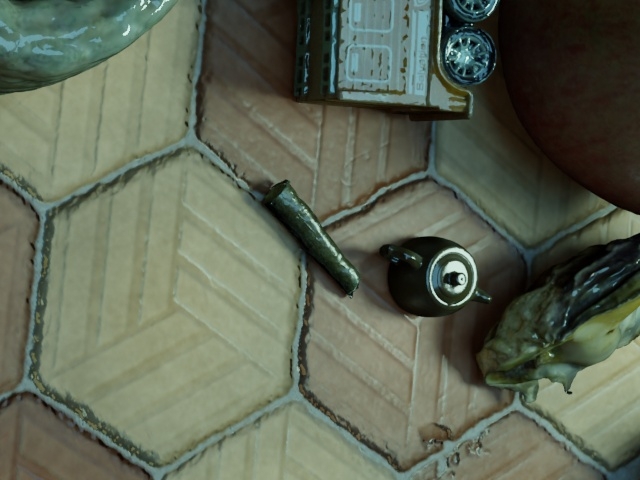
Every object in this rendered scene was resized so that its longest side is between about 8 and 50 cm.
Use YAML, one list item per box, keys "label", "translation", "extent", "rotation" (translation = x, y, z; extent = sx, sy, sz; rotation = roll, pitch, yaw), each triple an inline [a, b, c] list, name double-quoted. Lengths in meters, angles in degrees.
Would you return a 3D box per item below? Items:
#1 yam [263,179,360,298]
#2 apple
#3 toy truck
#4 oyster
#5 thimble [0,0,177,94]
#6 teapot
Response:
- label: "yam"
  translation: [0.000, 0.000, 1.549]
  extent: [0.129, 0.027, 0.033]
  rotation: [48, 69, -24]
- label: "apple"
  translation: [0.344, -0.178, 1.599]
  extent: [0.345, 0.269, 0.344]
  rotation: [5, 80, -29]
- label: "toy truck"
  translation: [0.060, -0.261, 1.521]
  extent: [0.162, 0.136, 0.305]
  rotation: [2, 93, -22]
- label: "oyster"
  translation: [0.305, 0.048, 1.660]
  extent: [0.271, 0.275, 0.100]
  rotation: [7, 44, -44]
- label: "thimble"
  translation: [-0.231, -0.258, 1.308]
  extent: [0.292, 0.195, 0.291]
  rotation: [-1, 93, -30]
- label: "teapot"
  translation: [0.105, 0.031, 1.588]
  extent: [0.121, 0.068, 0.076]
  rotation: [30, 76, -28]
